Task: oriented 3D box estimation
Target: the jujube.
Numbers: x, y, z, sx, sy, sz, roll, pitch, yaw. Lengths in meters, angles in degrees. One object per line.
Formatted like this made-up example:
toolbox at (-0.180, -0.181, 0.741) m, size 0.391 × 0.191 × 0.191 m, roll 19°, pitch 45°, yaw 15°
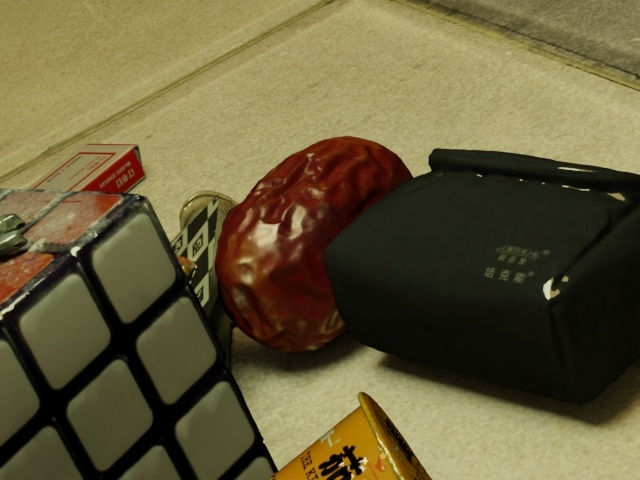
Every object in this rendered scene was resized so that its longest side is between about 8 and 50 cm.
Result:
jujube at (0.000, 0.000, 1.618) m, size 0.174 × 0.174 × 0.250 m, roll 3°, pitch 31°, yaw 43°

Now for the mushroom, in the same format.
mushroom at (-0.135, 0.017, 1.777) m, size 0.081 × 0.092 × 0.223 m, roll 22°, pitch 36°, yaw -3°

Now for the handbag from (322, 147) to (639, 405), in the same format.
handbag at (0.189, -0.003, 1.456) m, size 0.275 × 0.178 × 0.302 m, roll -40°, pitch 30°, yaw -30°

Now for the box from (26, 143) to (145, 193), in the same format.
box at (-0.340, -0.049, 2.129) m, size 0.123 × 0.050 × 0.229 m, roll 6°, pitch 39°, yaw 45°

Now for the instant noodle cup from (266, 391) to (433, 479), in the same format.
instant noodle cup at (0.020, 0.238, 1.138) m, size 0.172 × 0.216 × 0.216 m, roll -33°, pitch 26°, yaw 2°

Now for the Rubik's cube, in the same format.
Rubik's cube at (-0.287, 0.180, 1.336) m, size 0.344 × 0.337 × 0.344 m, roll 6°, pitch 39°, yaw 44°

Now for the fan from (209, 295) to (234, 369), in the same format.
fan at (-0.127, 0.066, 1.778) m, size 0.223 × 0.012 × 0.294 m, roll -6°, pitch 30°, yaw 32°

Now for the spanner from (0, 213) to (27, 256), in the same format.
spanner at (-0.340, 0.032, 1.260) m, size 0.254 × 0.015 × 0.054 m, roll -19°, pitch 29°, yaw 10°

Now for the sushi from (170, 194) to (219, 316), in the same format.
sushi at (-0.176, 0.066, 1.611) m, size 0.210 × 0.040 × 0.192 m, roll -45°, pitch 30°, yaw 38°
